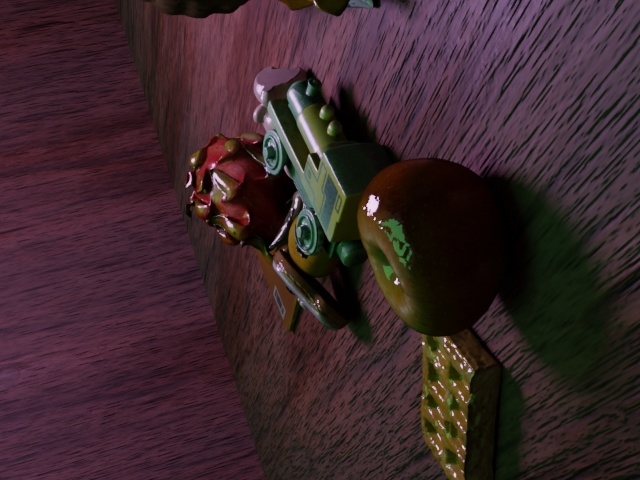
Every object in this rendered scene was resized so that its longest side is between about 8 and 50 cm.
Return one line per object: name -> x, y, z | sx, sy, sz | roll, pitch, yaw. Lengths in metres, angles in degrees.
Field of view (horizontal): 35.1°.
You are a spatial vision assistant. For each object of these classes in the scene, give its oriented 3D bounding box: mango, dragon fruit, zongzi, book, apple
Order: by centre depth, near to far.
apple -> 0.154, 0.004, 1.331 | 0.210, 0.173, 0.235 | 45, 155, 53
mango -> 0.000, 0.000, 1.986 | 0.195, 0.098, 0.137 | 151, 107, -67
zongzi -> -0.062, -0.049, 2.103 | 0.055, 0.119, 0.109 | 167, 89, -79
dragon fruit -> -0.156, -0.090, 2.219 | 0.243, 0.227, 0.307 | -5, 100, 40
book -> -0.100, 0.040, 2.478 | 0.374, 0.028, 0.262 | 106, 146, -61

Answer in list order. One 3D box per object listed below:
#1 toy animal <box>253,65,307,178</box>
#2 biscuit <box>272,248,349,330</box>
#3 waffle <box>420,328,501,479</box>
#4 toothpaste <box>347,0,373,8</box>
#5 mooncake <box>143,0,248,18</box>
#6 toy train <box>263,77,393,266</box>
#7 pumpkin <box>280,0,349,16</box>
toy animal -> -0.066, -0.231, 1.983 | 0.124, 0.124, 0.212 | -131, 25, -58
biscuit -> -0.025, 0.105, 2.061 | 0.208, 0.049, 0.181 | 44, -177, 8
waffle -> 0.209, 0.245, 1.549 | 0.168, 0.057, 0.274 | -125, 26, -53
toothpaste -> 0.033, -0.397, 1.631 | 0.233, 0.038, 0.060 | -157, 50, -67
mooncake -> -0.219, -0.564, 1.842 | 0.187, 0.324, 0.324 | 177, 79, -77
toy train -> 0.008, -0.138, 1.763 | 0.237, 0.150, 0.369 | 108, 145, -47
pumpkin -> -0.007, -0.495, 1.556 | 0.258, 0.095, 0.290 | -150, 57, -64
